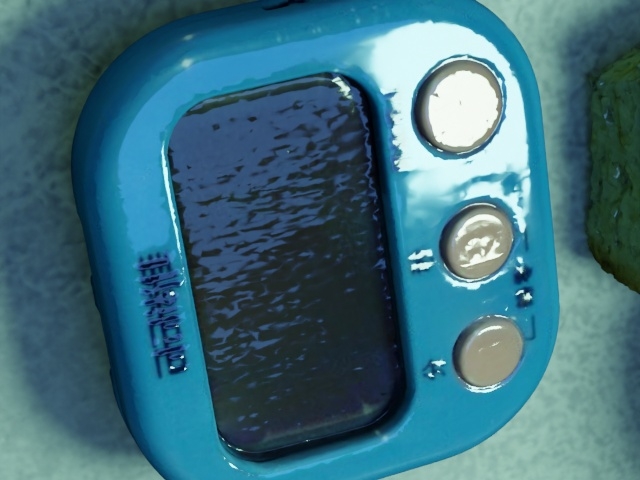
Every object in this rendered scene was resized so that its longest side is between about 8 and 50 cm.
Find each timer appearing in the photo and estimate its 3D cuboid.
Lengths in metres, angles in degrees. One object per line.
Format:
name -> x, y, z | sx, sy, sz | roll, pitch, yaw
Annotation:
timer -> 0.000, 0.000, 1.192 | 0.309, 0.115, 0.340 | -15, 114, -15

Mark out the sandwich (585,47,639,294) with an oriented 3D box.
sandwich -> 0.348, -0.052, 1.289 | 0.325, 0.131, 0.262 | 21, 103, -24
